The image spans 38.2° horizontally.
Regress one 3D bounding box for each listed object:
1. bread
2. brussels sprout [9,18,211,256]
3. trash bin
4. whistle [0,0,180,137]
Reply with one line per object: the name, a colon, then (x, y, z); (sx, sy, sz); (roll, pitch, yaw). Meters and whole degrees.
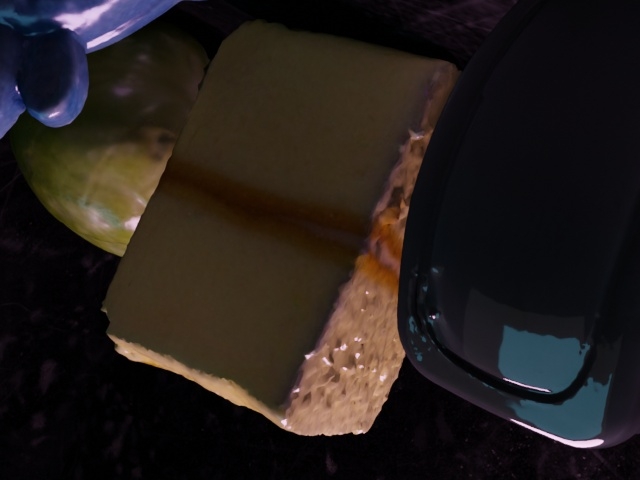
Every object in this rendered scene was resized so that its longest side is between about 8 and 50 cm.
bread: (0.000, 0.000, 0.691); (0.198, 0.263, 0.236); (24, 179, 30)
brussels sprout: (-0.157, -0.082, 0.821); (0.244, 0.244, 0.244); (23, 178, 1)
trash bin: (0.133, -0.004, 0.399); (0.101, 0.176, 0.236); (20, -179, 33)
whistle: (-0.145, -0.126, 0.403); (0.269, 0.180, 0.093); (-11, 175, -2)
